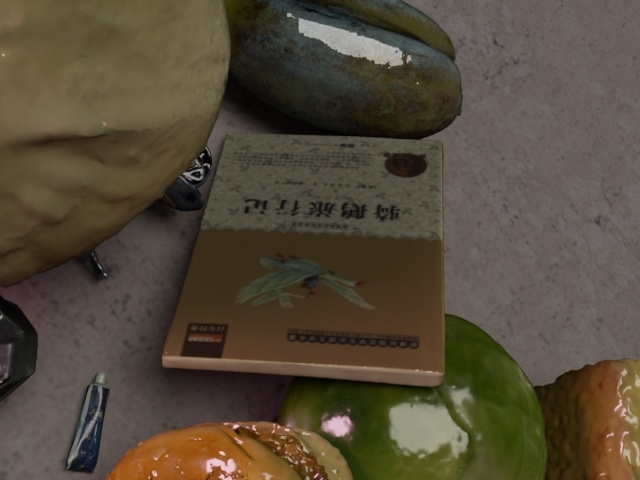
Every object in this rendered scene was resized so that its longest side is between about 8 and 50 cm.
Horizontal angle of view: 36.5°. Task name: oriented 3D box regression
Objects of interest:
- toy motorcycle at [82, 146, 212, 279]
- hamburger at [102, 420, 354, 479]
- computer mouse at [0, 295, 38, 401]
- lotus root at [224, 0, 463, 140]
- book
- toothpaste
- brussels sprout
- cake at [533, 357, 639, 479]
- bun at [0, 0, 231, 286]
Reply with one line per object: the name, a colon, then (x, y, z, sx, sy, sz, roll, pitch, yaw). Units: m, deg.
toy motorcycle: (-0.222, -0.094, 0.856, 0.263, 0.091, 0.157, 39, 64, -4)
hamburger: (-0.066, 0.228, 0.714, 0.108, 0.214, 0.213, -3, 66, -58)
computer mouse: (-0.325, 0.105, 0.720, 0.231, 0.071, 0.126, -17, 63, -20)
lotus root: (-0.010, -0.188, 0.978, 0.322, 0.140, 0.158, 16, 44, -14)
book: (0.000, 0.000, 0.846, 0.217, 0.021, 0.310, 4, 40, 4)
toothpaste: (-0.189, 0.149, 0.800, 0.027, 0.019, 0.083, 25, 61, -35)
brussels sprout: (0.081, 0.179, 0.818, 0.244, 0.244, 0.244, 11, 63, -23)
cake: (0.328, 0.248, 0.898, 0.286, 0.227, 0.222, 10, 68, -21)
bun: (-0.246, -0.115, 0.640, 0.364, 0.364, 0.202, 25, 29, -15)
